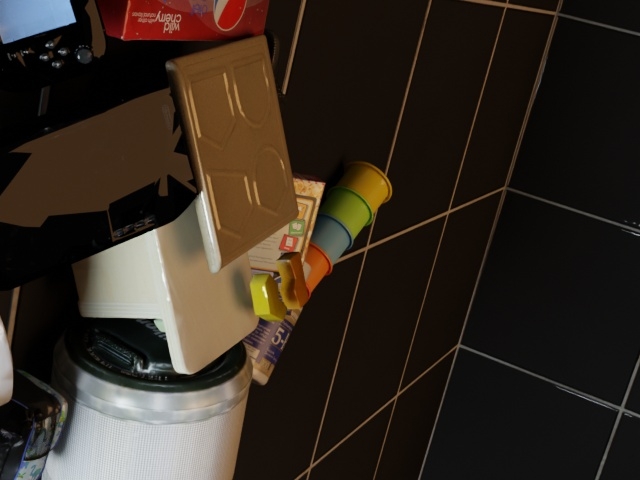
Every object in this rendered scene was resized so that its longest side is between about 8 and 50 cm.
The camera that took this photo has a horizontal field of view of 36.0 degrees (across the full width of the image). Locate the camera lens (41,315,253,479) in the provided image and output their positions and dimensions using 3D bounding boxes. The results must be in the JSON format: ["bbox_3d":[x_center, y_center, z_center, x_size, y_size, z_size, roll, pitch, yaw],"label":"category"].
[{"bbox_3d":[-0.202,0.222,1.129,0.219,0.219,0.274,-29,135,-59],"label":"camera lens"}]

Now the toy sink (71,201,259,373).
[{"bbox_3d":[-0.174,0.008,1.051,0.153,0.131,0.234,-34,118,-56],"label":"toy sink"}]

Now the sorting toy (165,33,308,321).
[{"bbox_3d":[-0.084,-0.052,1.047,0.229,0.041,0.307,-42,125,-63],"label":"sorting toy"}]

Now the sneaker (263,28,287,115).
[{"bbox_3d":[-0.076,-0.196,1.295,0.089,0.051,0.170,-24,135,-61],"label":"sneaker"}]

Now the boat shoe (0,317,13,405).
[{"bbox_3d":[-0.346,0.037,0.803,0.119,0.121,0.335,-31,140,-27],"label":"boat shoe"}]

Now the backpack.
[{"bbox_3d":[-0.314,0.192,0.994,0.084,0.105,0.114,-9,122,-64],"label":"backpack"}]

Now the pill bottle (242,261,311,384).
[{"bbox_3d":[-0.090,0.105,1.438,0.186,0.112,0.112,-64,158,-13],"label":"pill bottle"}]

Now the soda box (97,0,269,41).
[{"bbox_3d":[-0.150,-0.256,1.015,0.263,0.083,0.092,-20,126,-62],"label":"soda box"}]

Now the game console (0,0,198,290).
[{"bbox_3d":[-0.240,-0.145,0.821,0.213,0.044,0.361,-25,121,-23],"label":"game console"}]

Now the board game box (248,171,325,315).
[{"bbox_3d":[-0.089,-0.002,1.322,0.147,0.045,0.193,9,104,-25],"label":"board game box"}]

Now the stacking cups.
[{"bbox_3d":[0.000,0.000,1.599,0.316,0.096,0.096,-51,152,-33],"label":"stacking cups"}]
